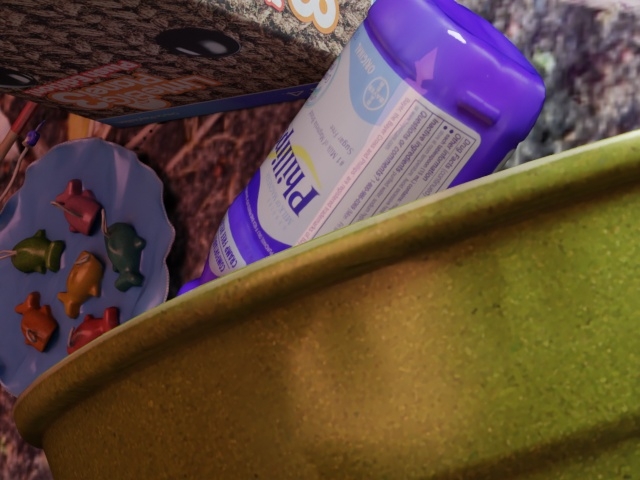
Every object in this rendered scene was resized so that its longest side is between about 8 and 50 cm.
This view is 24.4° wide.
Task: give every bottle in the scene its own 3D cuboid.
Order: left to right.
[{"bbox_3d":[0.000,0.000,0.786,0.283,0.092,0.118,-53,24,18],"label":"bottle"}]

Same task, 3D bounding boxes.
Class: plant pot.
[{"bbox_3d":[0.115,0.177,0.521,0.366,0.366,0.353,-25,76,33],"label":"plant pot"}]

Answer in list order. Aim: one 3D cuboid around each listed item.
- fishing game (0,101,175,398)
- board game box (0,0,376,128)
[{"bbox_3d":[-0.169,0.022,0.959,0.189,0.041,0.264,-52,53,19],"label":"fishing game"},{"bbox_3d":[-0.131,-0.172,0.812,0.232,0.291,0.141,-5,78,39],"label":"board game box"}]
